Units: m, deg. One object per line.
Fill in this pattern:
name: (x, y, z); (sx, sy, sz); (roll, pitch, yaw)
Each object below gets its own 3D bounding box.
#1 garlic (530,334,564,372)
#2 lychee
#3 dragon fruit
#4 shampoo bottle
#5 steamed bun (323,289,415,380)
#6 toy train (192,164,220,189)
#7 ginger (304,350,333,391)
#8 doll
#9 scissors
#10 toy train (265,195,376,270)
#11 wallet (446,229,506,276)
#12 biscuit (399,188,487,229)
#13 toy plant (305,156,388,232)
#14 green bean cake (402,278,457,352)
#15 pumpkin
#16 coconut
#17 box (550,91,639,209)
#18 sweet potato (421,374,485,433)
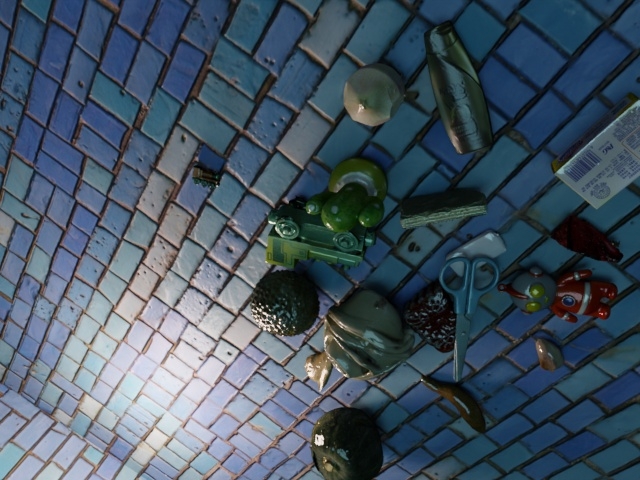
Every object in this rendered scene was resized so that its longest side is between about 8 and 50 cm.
garlic: (0.773, 0.387, 1.665); (0.084, 0.066, 0.152); (-15, 115, 26)
lychee: (-0.125, 0.234, 1.760); (0.255, 0.274, 0.255); (-4, 107, -14)
dragon fruit: (0.788, 0.004, 1.426); (0.192, 0.122, 0.092); (26, 107, 5)
shampoo bottle: (0.373, -0.412, 1.343); (0.126, 0.084, 0.350); (-14, 112, 26)
steamed bun: (0.148, 0.364, 1.730); (0.309, 0.219, 0.324); (51, 138, -8)
toy train: (-0.396, -0.219, 1.714); (0.103, 0.044, 0.064); (17, 111, 8)
ginger: (0.003, 0.472, 1.936); (0.123, 0.115, 0.193); (29, 112, 19)
doll: (0.728, 0.167, 1.536); (0.337, 0.105, 0.199); (8, 120, 12)
scissors: (0.469, 0.265, 1.611); (0.193, 0.029, 0.447); (0, 107, -3)
toy train: (0.000, 0.000, 1.655); (0.369, 0.150, 0.237); (13, 129, 10)
wallet: (0.499, 0.040, 1.581); (0.095, 0.033, 0.190); (45, 122, -11)
biscuit: (0.367, -0.103, 1.474); (0.252, 0.150, 0.052); (-8, 116, 22)
toy plant: (0.086, -0.125, 1.449); (0.224, 0.316, 0.184); (6, 116, 12)
green bean cake: (0.413, 0.269, 1.695); (0.233, 0.097, 0.198); (44, 121, -8)
pumpkin: (0.099, 0.843, 2.019); (0.292, 0.257, 0.327); (-16, 104, 39)
coconut: (0.149, -0.399, 1.360); (0.171, 0.183, 0.170); (9, 124, 14)
box: (0.775, -0.233, 1.307); (0.168, 0.097, 0.265); (37, 122, -4)
sweet potato: (0.529, 0.621, 1.865); (0.346, 0.079, 0.108); (42, 134, -4)
